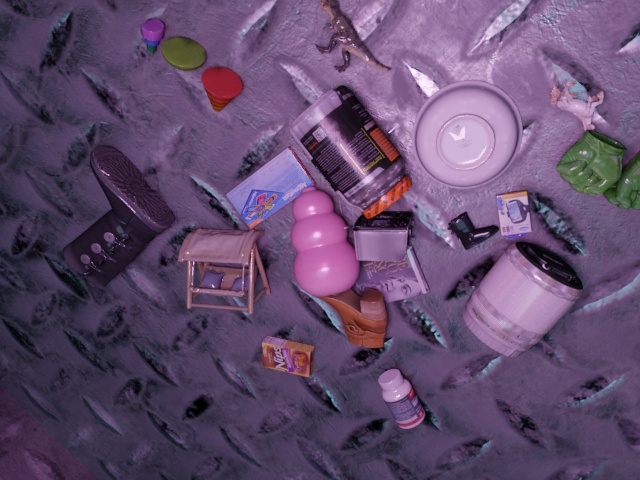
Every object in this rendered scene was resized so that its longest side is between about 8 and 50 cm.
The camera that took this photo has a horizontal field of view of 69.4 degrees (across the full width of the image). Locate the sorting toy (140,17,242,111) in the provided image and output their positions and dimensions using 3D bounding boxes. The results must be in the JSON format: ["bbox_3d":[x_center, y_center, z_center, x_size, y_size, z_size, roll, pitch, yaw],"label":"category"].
[{"bbox_3d":[-0.404,-0.518,1.418,0.366,0.127,0.126,39,146,4],"label":"sorting toy"}]

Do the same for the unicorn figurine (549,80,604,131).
[{"bbox_3d":[0.650,-0.331,1.156,0.060,0.111,0.162,-40,69,-11],"label":"unicorn figurine"}]

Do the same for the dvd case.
[{"bbox_3d":[0.218,0.120,1.488,0.221,0.018,0.164,-18,103,22],"label":"dvd case"}]

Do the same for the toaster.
[{"bbox_3d":[0.181,-0.019,1.364,0.186,0.168,0.110,1,111,16],"label":"toaster"}]

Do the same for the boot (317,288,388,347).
[{"bbox_3d":[0.091,0.240,1.539,0.284,0.109,0.220,9,128,23],"label":"boot"}]

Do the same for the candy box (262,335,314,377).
[{"bbox_3d":[-0.120,0.424,1.688,0.187,0.053,0.109,9,113,16],"label":"candy box"}]

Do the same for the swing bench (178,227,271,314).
[{"bbox_3d":[-0.325,0.095,1.567,0.254,0.165,0.254,1,109,17],"label":"swing bench"}]

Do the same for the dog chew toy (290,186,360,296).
[{"bbox_3d":[0.000,0.000,1.415,0.207,0.207,0.331,-14,89,21],"label":"dog chew toy"}]

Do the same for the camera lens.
[{"bbox_3d":[0.557,0.157,1.284,0.220,0.219,0.274,31,116,4],"label":"camera lens"}]

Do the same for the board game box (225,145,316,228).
[{"bbox_3d":[-0.164,-0.166,1.496,0.281,0.027,0.145,-32,96,25],"label":"board game box"}]

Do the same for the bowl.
[{"bbox_3d":[0.385,-0.268,1.228,0.298,0.134,0.297,6,111,15],"label":"bowl"}]

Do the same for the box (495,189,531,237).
[{"bbox_3d":[0.548,-0.071,1.309,0.081,0.028,0.136,-9,105,20],"label":"box"}]

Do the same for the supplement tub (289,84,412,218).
[{"bbox_3d":[0.090,-0.239,1.290,0.207,0.207,0.338,-36,95,25],"label":"supplement tub"}]

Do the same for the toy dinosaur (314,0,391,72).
[{"bbox_3d":[0.064,-0.537,1.271,0.118,0.064,0.268,-39,98,19],"label":"toy dinosaur"}]

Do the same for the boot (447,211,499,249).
[{"bbox_3d":[0.442,-0.038,1.347,0.121,0.045,0.099,-34,91,23],"label":"boot"}]

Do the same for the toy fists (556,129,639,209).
[{"bbox_3d":[0.738,-0.161,1.159,0.279,0.096,0.142,19,127,-6],"label":"toy fists"}]

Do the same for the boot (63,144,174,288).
[{"bbox_3d":[-0.790,-0.071,1.675,0.445,0.146,0.367,-35,95,30],"label":"boot"}]

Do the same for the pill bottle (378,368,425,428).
[{"bbox_3d":[0.272,0.536,1.575,0.108,0.108,0.180,-24,102,24],"label":"pill bottle"}]
